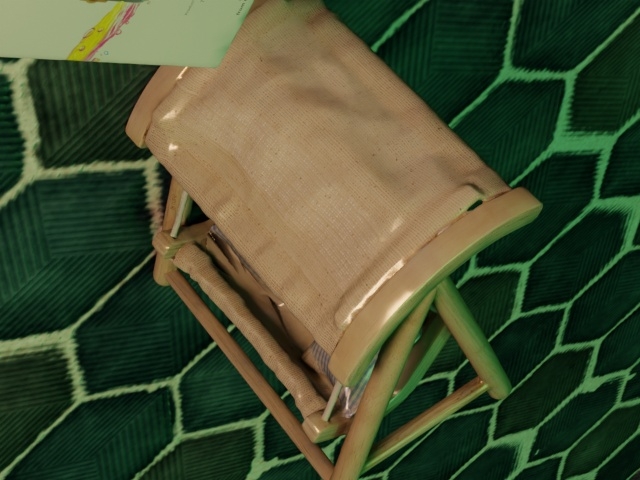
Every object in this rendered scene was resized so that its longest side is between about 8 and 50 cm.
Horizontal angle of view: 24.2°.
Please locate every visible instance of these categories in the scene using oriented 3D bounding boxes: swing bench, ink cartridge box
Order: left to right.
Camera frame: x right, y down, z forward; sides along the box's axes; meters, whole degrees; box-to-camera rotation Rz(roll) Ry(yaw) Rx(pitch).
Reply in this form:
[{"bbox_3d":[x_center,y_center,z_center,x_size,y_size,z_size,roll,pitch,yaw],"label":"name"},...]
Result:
[{"bbox_3d":[-0.123,-0.176,0.765,0.176,0.128,0.127,-3,133,-48],"label":"ink cartridge box"},{"bbox_3d":[0.000,0.000,1.026,0.165,0.253,0.254,-31,149,-18],"label":"swing bench"}]
